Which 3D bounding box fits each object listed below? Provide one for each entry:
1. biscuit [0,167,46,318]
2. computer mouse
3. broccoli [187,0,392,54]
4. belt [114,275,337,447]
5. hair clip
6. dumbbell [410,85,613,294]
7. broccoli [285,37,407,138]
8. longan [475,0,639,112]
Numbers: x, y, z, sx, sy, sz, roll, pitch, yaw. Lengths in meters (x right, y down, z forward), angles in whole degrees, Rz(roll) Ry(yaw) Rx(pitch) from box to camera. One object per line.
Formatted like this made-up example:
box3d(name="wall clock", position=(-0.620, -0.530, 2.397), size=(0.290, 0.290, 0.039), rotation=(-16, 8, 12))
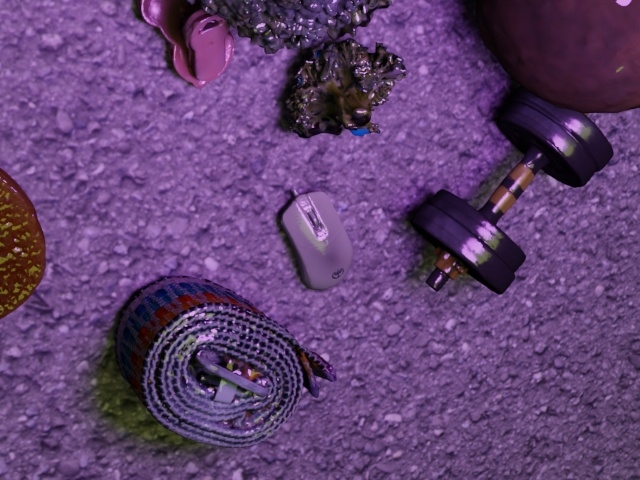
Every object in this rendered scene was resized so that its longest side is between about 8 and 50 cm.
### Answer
box3d(name="biscuit", position=(-0.488, 0.006, 1.624), size=(0.257, 0.049, 0.273), rotation=(-40, 121, -7))
box3d(name="computer mouse", position=(0.000, 0.000, 1.894), size=(0.089, 0.056, 0.182), rotation=(-34, 121, -19))
box3d(name="broccoli", position=(-0.047, -0.398, 1.604), size=(0.347, 0.293, 0.281), rotation=(-1, 65, -17))
box3d(name="belt", position=(-0.142, 0.183, 1.819), size=(0.295, 0.160, 0.207), rotation=(35, 89, -34))
box3d(name="hair clip", position=(-0.170, -0.284, 1.705), size=(0.123, 0.102, 0.138), rotation=(-28, 152, -16))
box3d(name="dumbbell", position=(0.291, -0.079, 1.949), size=(0.388, 0.185, 0.185), rotation=(-50, 124, -2))
box3d(name="broccoli", position=(0.037, -0.200, 1.776), size=(0.167, 0.160, 0.154), rotation=(-2, 129, -9))
box3d(name="longan", position=(0.407, -0.367, 1.780), size=(0.391, 0.391, 0.391), rotation=(-11, 113, -26))
